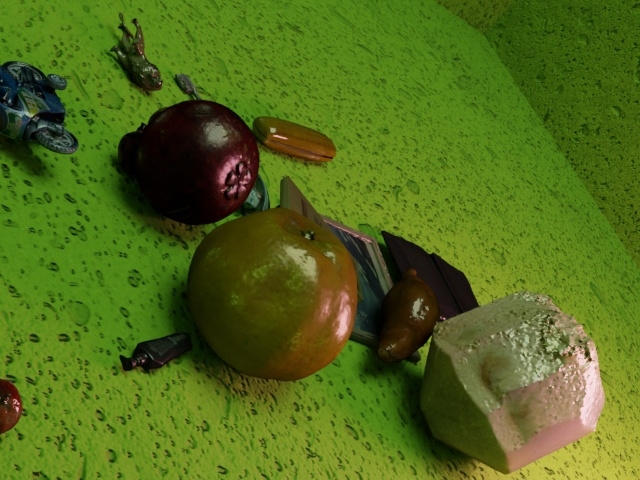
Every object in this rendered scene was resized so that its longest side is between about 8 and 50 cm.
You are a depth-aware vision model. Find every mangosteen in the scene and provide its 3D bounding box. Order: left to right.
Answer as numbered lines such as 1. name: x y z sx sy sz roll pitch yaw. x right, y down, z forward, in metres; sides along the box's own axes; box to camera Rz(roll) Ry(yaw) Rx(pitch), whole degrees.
1. mangosteen: -0.231 -0.140 1.651 0.258 0.215 0.215 22 14 29

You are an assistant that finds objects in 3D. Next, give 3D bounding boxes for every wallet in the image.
1. wallet: 0.271 0.113 2.161 0.323 0.041 0.247 25 32 -41

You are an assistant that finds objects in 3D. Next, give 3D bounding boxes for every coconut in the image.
1. coconut: 0.325 0.258 1.752 0.297 0.310 0.297 156 -90 -81

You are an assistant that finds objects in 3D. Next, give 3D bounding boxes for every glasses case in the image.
1. glasses case: -0.054 -0.222 2.158 0.234 0.064 0.079 10 35 -48

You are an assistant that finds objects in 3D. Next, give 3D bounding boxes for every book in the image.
1. book: 0.000 0.000 1.813 0.231 0.026 0.161 52 14 -23

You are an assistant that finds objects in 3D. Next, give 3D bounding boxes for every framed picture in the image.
1. framed picture: 0.063 0.079 1.932 0.247 0.022 0.335 24 33 -36

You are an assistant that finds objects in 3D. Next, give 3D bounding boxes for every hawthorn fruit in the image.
1. hawthorn fruit: -0.357 0.177 1.083 0.067 0.103 0.066 22 51 -30

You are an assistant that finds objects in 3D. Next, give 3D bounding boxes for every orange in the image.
1. orange: -0.068 0.078 1.501 0.279 0.235 0.279 38 19 -15

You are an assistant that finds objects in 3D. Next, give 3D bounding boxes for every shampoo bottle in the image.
1. shampoo bottle: -0.230 0.158 1.380 0.048 0.027 0.137 38 23 16

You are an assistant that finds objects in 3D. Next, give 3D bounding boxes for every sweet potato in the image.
1. sweet potato: 0.172 0.138 1.861 0.112 0.112 0.359 40 24 -10

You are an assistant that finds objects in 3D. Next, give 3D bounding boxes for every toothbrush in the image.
1. toothbrush: -0.209 -0.225 1.981 0.031 0.023 0.321 -8 55 -50

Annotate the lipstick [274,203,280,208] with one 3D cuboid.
1. lipstick: -0.040 0.047 1.775 0.073 0.073 0.279 25 31 -35

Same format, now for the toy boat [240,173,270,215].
1. toy boat: -0.131 -0.084 1.843 0.066 0.059 0.140 38 25 -43

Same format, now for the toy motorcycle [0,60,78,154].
1. toy motorcycle: -0.468 -0.215 1.521 0.136 0.092 0.254 6 36 -39

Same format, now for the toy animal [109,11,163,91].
1. toy animal: -0.372 -0.379 1.929 0.086 0.069 0.219 44 20 -58
